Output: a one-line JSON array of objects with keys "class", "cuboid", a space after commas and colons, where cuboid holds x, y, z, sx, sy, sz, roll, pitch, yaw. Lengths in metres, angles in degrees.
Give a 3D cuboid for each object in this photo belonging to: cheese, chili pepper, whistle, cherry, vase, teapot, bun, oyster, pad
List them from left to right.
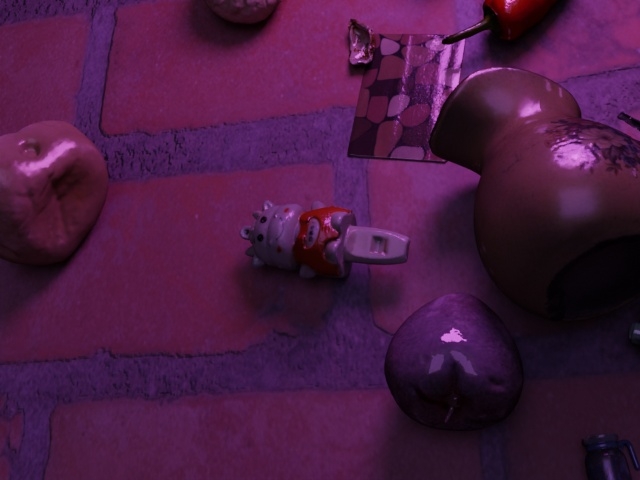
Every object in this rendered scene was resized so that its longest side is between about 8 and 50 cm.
[{"class": "cheese", "cuboid": [-0.434, -0.071, 1.172, 0.117, 0.218, 0.235, 25, 96, 27]}, {"class": "bun", "cuboid": [-0.134, -0.463, 1.321, 0.164, 0.111, 0.188, -3, 62, 10]}, {"class": "whistle", "cuboid": [0.000, 0.002, 1.086, 0.253, 0.106, 0.102, 8, 109, 17]}, {"class": "oyster", "cuboid": [0.068, -0.324, 1.249, 0.051, 0.034, 0.093, -10, 71, 36]}, {"class": "pad", "cuboid": [0.137, -0.230, 1.205, 0.158, 0.003, 0.235, 6, 68, 17]}, {"class": "cherry", "cuboid": [0.162, 0.154, 0.954, 0.176, 0.140, 0.176, -5, 42, 4]}, {"class": "chili pepper", "cuboid": [0.336, -0.428, 1.209, 0.137, 0.092, 0.368, 16, 63, 40]}, {"class": "vase", "cuboid": [0.335, -0.066, 0.983, 0.329, 0.241, 0.302, -4, 48, -17]}, {"class": "teapot", "cuboid": [0.346, 0.270, 0.900, 0.063, 0.049, 0.083, -9, 64, 11]}]

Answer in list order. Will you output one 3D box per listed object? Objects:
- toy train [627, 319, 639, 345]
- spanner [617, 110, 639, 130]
[{"class": "toy train", "cuboid": [0.504, 0.122, 0.913, 0.251, 0.085, 0.119, 19, 67, 19]}, {"class": "spanner", "cuboid": [0.519, -0.075, 0.985, 0.325, 0.093, 0.026, 44, 113, 24]}]
